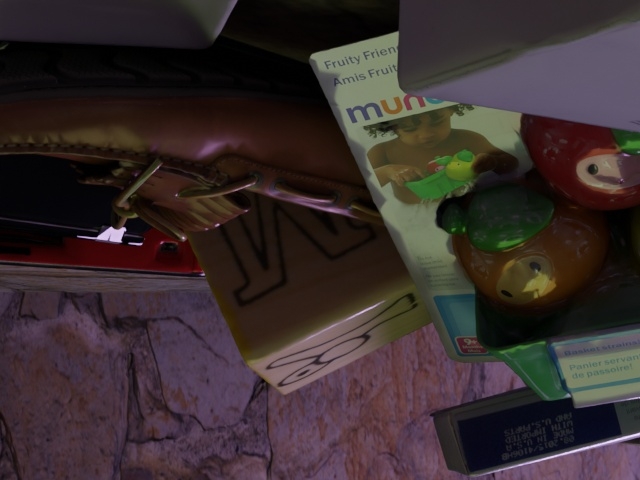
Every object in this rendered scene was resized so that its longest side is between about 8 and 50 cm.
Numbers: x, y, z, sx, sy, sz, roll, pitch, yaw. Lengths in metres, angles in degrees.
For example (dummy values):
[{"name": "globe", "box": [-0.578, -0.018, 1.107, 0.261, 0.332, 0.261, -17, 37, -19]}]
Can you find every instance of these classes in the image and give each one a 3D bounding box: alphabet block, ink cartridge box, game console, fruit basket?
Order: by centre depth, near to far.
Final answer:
[{"name": "fruit basket", "box": [0.200, -0.029, 0.934, 0.327, 0.165, 0.353, -11, 141, 16]}, {"name": "alphabet block", "box": [0.000, 0.000, 1.184, 0.197, 0.193, 0.192, -26, 162, 0]}, {"name": "ink cartridge box", "box": [0.273, 0.151, 1.271, 0.324, 0.071, 0.330, -15, 171, 0]}, {"name": "game console", "box": [-0.315, -0.034, 1.462, 0.387, 0.060, 0.342, 5, -170, -28]}]

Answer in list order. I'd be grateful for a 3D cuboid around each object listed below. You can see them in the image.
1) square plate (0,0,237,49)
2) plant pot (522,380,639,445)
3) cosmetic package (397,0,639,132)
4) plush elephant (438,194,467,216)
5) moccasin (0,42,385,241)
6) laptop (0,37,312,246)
[{"name": "square plate", "box": [-0.203, -0.173, 0.718, 0.344, 0.049, 0.347, 2, 173, -13]}, {"name": "plant pot", "box": [0.407, 0.056, 1.653, 0.323, 0.323, 0.280, -2, -171, 24]}, {"name": "cosmetic package", "box": [0.281, -0.126, 0.566, 0.453, 0.161, 0.230, 5, 172, -30]}, {"name": "plush elephant", "box": [0.252, -0.007, 1.268, 0.255, 0.272, 0.330, -27, -158, -4]}, {"name": "moccasin", "box": [-0.089, -0.062, 0.971, 0.380, 0.147, 0.139, 1, -160, -37]}, {"name": "laptop", "box": [-0.285, -0.139, 1.149, 0.408, 0.236, 0.382, 32, -166, 38]}]
